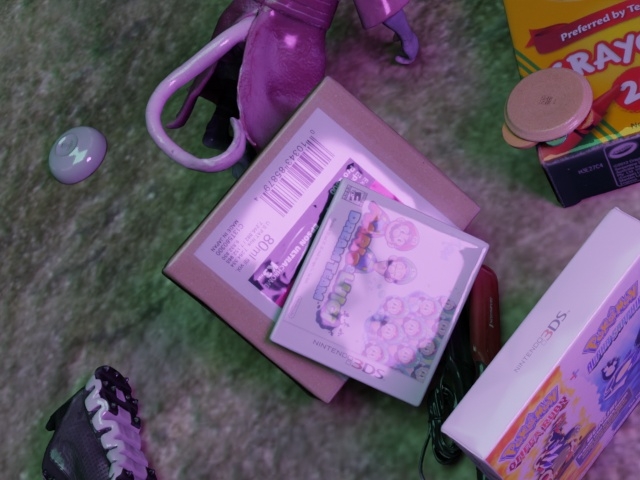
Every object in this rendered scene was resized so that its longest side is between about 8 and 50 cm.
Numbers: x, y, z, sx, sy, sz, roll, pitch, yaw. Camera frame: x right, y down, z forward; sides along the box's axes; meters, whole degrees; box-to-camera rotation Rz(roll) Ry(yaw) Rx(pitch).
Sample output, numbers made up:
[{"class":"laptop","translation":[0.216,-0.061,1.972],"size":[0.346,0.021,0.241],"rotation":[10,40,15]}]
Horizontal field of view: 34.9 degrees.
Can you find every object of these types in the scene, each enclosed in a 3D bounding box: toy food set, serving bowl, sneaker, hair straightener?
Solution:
[{"class":"toy food set","translation":[0.205,-0.120,0.913],"size":[0.083,0.020,0.083],"rotation":[-2,60,28]},{"class":"serving bowl","translation":[-0.314,-0.114,1.296],"size":[0.083,0.027,0.083],"rotation":[-15,54,21]},{"class":"sneaker","translation":[-0.217,0.237,0.990],"size":[0.106,0.078,0.234],"rotation":[-34,46,10]},{"class":"hair straightener","translation":[0.121,0.135,0.898],"size":[0.089,0.047,0.230],"rotation":[-24,55,37]}]

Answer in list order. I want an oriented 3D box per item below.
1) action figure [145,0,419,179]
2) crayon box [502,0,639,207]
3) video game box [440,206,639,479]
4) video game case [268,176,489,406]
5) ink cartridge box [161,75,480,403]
[{"class":"action figure","translation":[-0.046,-0.258,1.072],"size":[0.248,0.276,0.370],"rotation":[32,105,26]},{"class":"crayon box","translation":[0.289,-0.207,0.988],"size":[0.202,0.081,0.318],"rotation":[-18,53,19]},{"class":"video game box","translation":[0.195,0.103,0.773],"size":[0.048,0.187,0.205],"rotation":[33,80,39]},{"class":"video game case","translation":[0.052,0.044,0.887],"size":[0.143,0.019,0.157],"rotation":[25,84,-2]},{"class":"ink cartridge box","translation":[0.000,0.000,0.942],"size":[0.193,0.088,0.234],"rotation":[39,81,-5]}]
